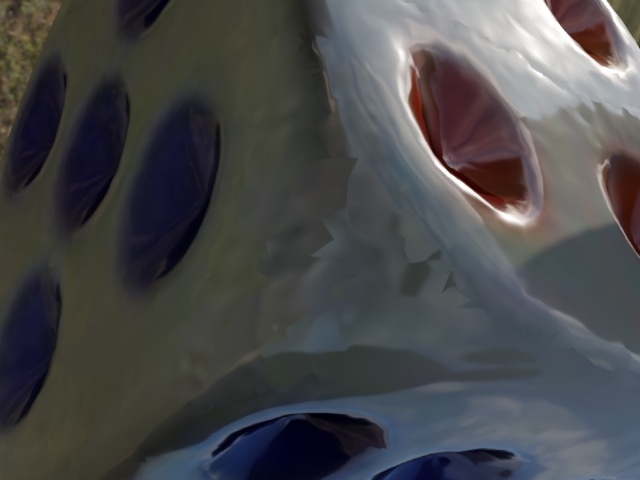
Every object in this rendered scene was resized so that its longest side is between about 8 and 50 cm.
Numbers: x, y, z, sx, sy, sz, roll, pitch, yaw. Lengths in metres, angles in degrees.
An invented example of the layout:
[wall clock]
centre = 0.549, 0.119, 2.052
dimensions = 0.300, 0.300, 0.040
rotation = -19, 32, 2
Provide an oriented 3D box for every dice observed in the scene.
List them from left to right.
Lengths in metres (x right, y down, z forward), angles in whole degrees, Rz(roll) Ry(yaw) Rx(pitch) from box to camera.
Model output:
[dice]
centre = 0.000, 0.000, 0.507
dimensions = 0.304, 0.277, 0.304
rotation = -38, -135, 37
